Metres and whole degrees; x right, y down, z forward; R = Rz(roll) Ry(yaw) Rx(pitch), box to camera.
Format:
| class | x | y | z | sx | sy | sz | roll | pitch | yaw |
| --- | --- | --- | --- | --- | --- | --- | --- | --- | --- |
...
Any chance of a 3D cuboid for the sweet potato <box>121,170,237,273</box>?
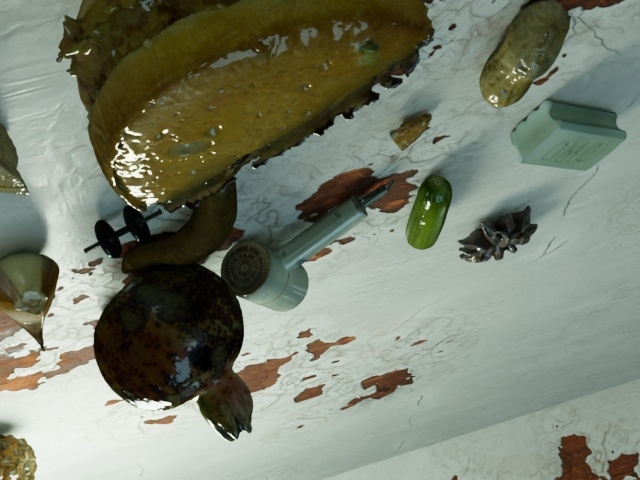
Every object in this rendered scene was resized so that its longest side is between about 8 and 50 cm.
| class | x | y | z | sx | sy | sz | roll | pitch | yaw |
| --- | --- | --- | --- | --- | --- | --- | --- | --- | --- |
| sweet potato | -0.210 | -0.024 | 1.864 | 0.108 | 0.079 | 0.346 | 30 | 133 | -23 |

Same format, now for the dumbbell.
| class | x | y | z | sx | sy | sz | roll | pitch | yaw |
| --- | --- | --- | --- | --- | --- | --- | --- | --- | --- |
| dumbbell | -0.319 | -0.014 | 1.800 | 0.147 | 0.069 | 0.069 | -26 | 154 | 13 |

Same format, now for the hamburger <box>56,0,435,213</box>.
| class | x | y | z | sx | sy | sz | roll | pitch | yaw |
| --- | --- | --- | --- | --- | --- | --- | --- | --- | --- |
| hamburger | -0.130 | -0.241 | 1.248 | 0.445 | 0.268 | 0.287 | -27 | 156 | 23 |

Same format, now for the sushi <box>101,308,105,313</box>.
| class | x | y | z | sx | sy | sz | roll | pitch | yaw |
| --- | --- | --- | --- | --- | --- | --- | --- | --- | --- |
| sushi | -0.379 | 0.163 | 2.123 | 0.061 | 0.060 | 0.118 | -36 | 152 | 20 |

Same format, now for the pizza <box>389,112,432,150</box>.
| class | x | y | z | sx | sy | sz | roll | pitch | yaw |
| --- | --- | --- | --- | --- | --- | --- | --- | --- | --- |
| pizza | 0.141 | -0.185 | 1.850 | 0.078 | 0.025 | 0.083 | 2 | 140 | -48 |

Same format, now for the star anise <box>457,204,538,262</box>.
| class | x | y | z | sx | sy | sz | roll | pitch | yaw |
| --- | --- | --- | --- | --- | --- | --- | --- | --- | --- |
| star anise | 0.374 | 0.000 | 2.351 | 0.195 | 0.065 | 0.182 | -18 | 156 | -15 |

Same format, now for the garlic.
| class | x | y | z | sx | sy | sz | roll | pitch | yaw |
| --- | --- | --- | --- | --- | --- | --- | --- | --- | --- |
| garlic | -0.478 | 0.078 | 1.827 | 0.115 | 0.128 | 0.207 | -57 | 174 | -22 |

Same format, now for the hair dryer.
| class | x | y | z | sx | sy | sz | roll | pitch | yaw |
| --- | --- | --- | --- | --- | --- | --- | --- | --- | --- |
| hair dryer | 0.000 | 0.000 | 2.053 | 0.357 | 0.107 | 0.173 | -35 | 155 | 15 |

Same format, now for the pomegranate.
| class | x | y | z | sx | sy | sz | roll | pitch | yaw |
| --- | --- | --- | --- | --- | --- | --- | --- | --- | --- |
| pomegranate | -0.236 | 0.213 | 1.983 | 0.285 | 0.341 | 0.285 | -40 | 179 | -1 |

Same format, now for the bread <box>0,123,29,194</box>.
| class | x | y | z | sx | sy | sz | roll | pitch | yaw |
| --- | --- | --- | --- | --- | --- | --- | --- | --- | --- |
| bread | -0.477 | -0.091 | 1.486 | 0.152 | 0.105 | 0.077 | -23 | 148 | 3 |

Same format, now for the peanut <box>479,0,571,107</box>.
| class | x | y | z | sx | sy | sz | roll | pitch | yaw |
| --- | --- | --- | --- | --- | --- | --- | --- | --- | --- |
| peanut | 0.307 | -0.282 | 1.715 | 0.099 | 0.099 | 0.214 | -6 | 157 | -28 |

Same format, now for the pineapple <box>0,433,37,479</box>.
| class | x | y | z | sx | sy | sz | roll | pitch | yaw |
| --- | --- | --- | --- | --- | --- | --- | --- | --- | --- |
| pineapple | -0.723 | 0.506 | 2.440 | 0.193 | 0.166 | 0.166 | -6 | 157 | 11 |

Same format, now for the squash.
| class | x | y | z | sx | sy | sz | roll | pitch | yaw |
| --- | --- | --- | --- | --- | --- | --- | --- | --- | --- |
| squash | 0.206 | -0.048 | 2.125 | 0.069 | 0.069 | 0.239 | -14 | 154 | -13 |

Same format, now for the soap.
| class | x | y | z | sx | sy | sz | roll | pitch | yaw |
| --- | --- | --- | --- | --- | --- | --- | --- | --- | --- |
| soap | 0.447 | -0.188 | 2.027 | 0.198 | 0.066 | 0.119 | 3 | 145 | -40 |
